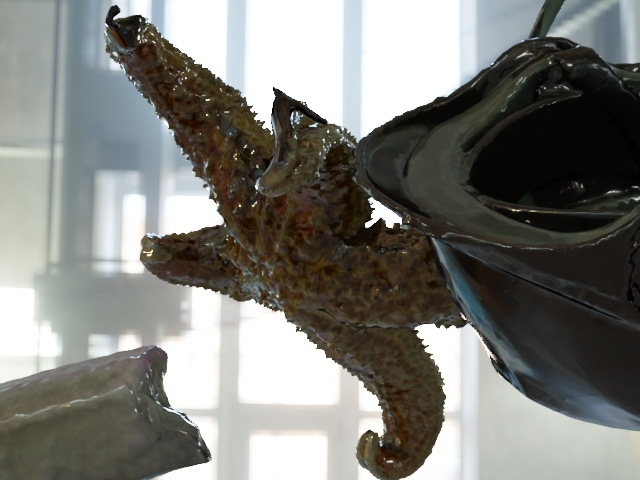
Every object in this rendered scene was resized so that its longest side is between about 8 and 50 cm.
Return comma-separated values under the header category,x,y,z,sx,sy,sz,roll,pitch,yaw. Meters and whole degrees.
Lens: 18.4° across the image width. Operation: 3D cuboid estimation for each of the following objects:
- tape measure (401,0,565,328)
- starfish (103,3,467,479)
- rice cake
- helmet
category,x,y,z,sx,sy,sz,roll,pitch,yaw
tape measure,0.171,-0.083,1.486,0.084,0.330,0.164,37,-2,-31
starfish,0.000,0.002,1.136,0.312,0.113,0.303,29,-28,18
rice cake,-0.247,0.128,1.064,0.399,0.064,0.070,-14,16,13
helmet,0.174,0.003,0.984,0.305,0.177,0.225,-14,28,-2
